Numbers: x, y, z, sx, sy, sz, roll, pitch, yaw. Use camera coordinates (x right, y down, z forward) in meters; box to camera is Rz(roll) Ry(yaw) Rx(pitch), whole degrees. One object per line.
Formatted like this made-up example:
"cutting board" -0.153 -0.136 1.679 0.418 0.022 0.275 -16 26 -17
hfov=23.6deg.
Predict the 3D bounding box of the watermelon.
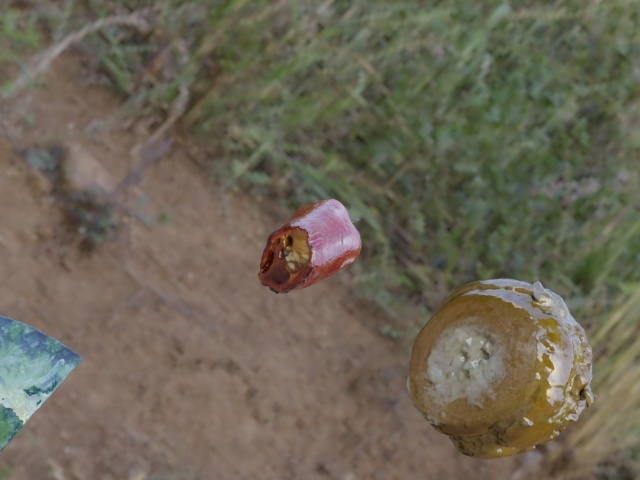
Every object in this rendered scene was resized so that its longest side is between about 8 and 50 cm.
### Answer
"watermelon" -0.485 0.222 2.058 0.256 0.260 0.176 23 -29 26

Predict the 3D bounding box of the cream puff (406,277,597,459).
"cream puff" 0.135 0.096 1.123 0.103 0.144 0.126 24 50 -51

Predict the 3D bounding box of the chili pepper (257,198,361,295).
"chili pepper" 0.000 0.000 1.639 0.086 0.084 0.192 0 14 26
